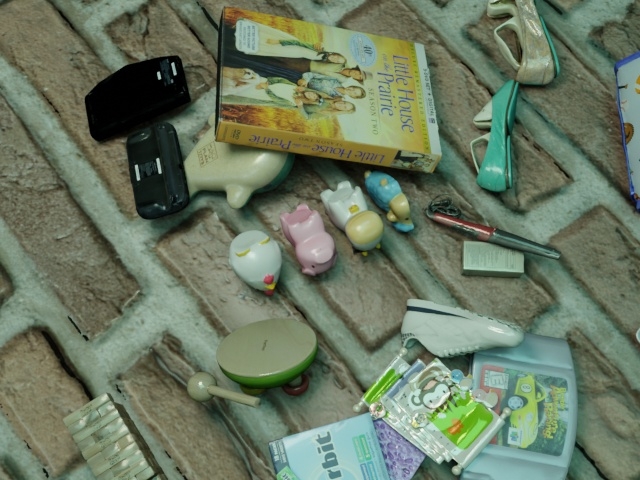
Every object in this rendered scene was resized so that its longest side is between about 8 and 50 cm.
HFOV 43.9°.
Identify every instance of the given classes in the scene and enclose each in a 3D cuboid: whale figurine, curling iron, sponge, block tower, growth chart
[{"bbox_3d":[-0.173,-0.150,1.556,0.272,0.141,0.216,-26,66,18],"label":"whale figurine"},{"bbox_3d":[0.323,-0.024,1.507,0.274,0.035,0.068,24,61,24],"label":"curling iron"},{"bbox_3d":[0.107,0.393,1.402,0.117,0.031,0.210,34,69,10],"label":"sponge"},{"bbox_3d":[-0.316,0.431,1.378,0.091,0.097,0.335,-32,77,-9],"label":"block tower"},{"bbox_3d":[0.199,0.294,1.400,0.237,0.021,0.172,31,75,21],"label":"growth chart"}]

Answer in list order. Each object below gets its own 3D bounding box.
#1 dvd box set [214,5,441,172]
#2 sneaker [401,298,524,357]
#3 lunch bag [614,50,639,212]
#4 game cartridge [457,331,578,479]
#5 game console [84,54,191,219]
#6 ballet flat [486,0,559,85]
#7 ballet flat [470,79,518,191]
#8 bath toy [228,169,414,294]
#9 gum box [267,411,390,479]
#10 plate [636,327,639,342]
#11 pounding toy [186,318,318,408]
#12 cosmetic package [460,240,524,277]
[{"bbox_3d":[0.012,-0.289,1.516,0.420,0.062,0.307,8,55,-14],"label":"dvd box set"},{"bbox_3d":[0.252,0.170,1.425,0.235,0.090,0.095,8,81,40],"label":"sneaker"},{"bbox_3d":[0.774,-0.224,1.503,0.385,0.239,0.328,-6,72,16],"label":"lunch bag"},{"bbox_3d":[0.357,0.306,1.421,0.196,0.060,0.294,10,70,0],"label":"game cartridge"},{"bbox_3d":[-0.346,-0.199,1.553,0.213,0.044,0.361,-21,63,11],"label":"game console"},{"bbox_3d":[0.406,-0.465,1.647,0.106,0.107,0.316,-12,71,5],"label":"ballet flat"},{"bbox_3d":[0.344,-0.214,1.580,0.087,0.083,0.247,3,70,16],"label":"ballet flat"},{"bbox_3d":[0.000,0.000,1.499,0.348,0.129,0.151,-25,30,-9],"label":"bath toy"},{"bbox_3d":[0.019,0.395,1.351,0.184,0.041,0.157,-16,71,-5],"label":"gum box"},{"bbox_3d":[0.765,0.183,1.465,0.278,0.045,0.277,-43,77,-12],"label":"plate"},{"bbox_3d":[-0.103,0.246,1.417,0.183,0.110,0.237,9,31,33],"label":"pounding toy"},{"bbox_3d":[0.328,0.037,1.518,0.115,0.041,0.060,5,71,2],"label":"cosmetic package"}]
